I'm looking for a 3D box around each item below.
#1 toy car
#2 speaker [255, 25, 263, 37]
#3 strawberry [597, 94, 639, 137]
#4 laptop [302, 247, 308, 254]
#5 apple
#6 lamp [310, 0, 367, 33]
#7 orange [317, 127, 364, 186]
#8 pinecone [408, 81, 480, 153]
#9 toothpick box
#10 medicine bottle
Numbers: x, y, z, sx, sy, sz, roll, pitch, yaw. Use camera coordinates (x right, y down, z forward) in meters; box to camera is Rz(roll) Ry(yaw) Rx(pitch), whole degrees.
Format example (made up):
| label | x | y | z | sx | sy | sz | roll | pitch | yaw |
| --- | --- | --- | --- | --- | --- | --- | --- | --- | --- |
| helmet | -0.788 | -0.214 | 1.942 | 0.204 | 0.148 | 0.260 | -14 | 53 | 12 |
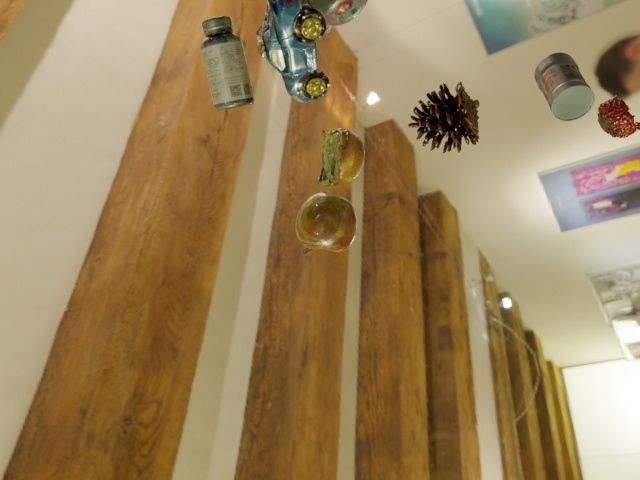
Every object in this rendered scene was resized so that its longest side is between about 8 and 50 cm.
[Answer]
| label | x | y | z | sx | sy | sz | roll | pitch | yaw |
| --- | --- | --- | --- | --- | --- | --- | --- | --- | --- |
| toy car | -0.077 | -0.496 | 1.524 | 0.314 | 0.165 | 0.198 | 85 | 172 | -47 |
| speaker | -0.193 | -0.854 | 2.453 | 0.082 | 0.044 | 0.218 | 49 | -153 | -7 |
| strawberry | 0.950 | -0.389 | 1.903 | 0.145 | 0.086 | 0.145 | 60 | -177 | -5 |
| laptop | 0.000 | 0.000 | 2.618 | 0.135 | 0.197 | 0.016 | -27 | -101 | -23 |
| apple | 0.028 | -0.070 | 2.305 | 0.246 | 0.246 | 0.226 | 16 | -97 | -58 |
| lamp | -0.003 | -0.733 | 1.623 | 0.301 | 0.247 | 0.247 | 28 | -151 | -46 |
| orange | 0.093 | -0.379 | 2.777 | 0.196 | 0.334 | 0.263 | 18 | -103 | -26 |
| pinecone | 0.446 | -0.434 | 2.124 | 0.264 | 0.264 | 0.264 | 38 | -136 | -48 |
| toothpick box | 0.590 | -0.375 | 1.441 | 0.101 | 0.101 | 0.153 | 49 | -153 | -38 |
| medicine bottle | -0.318 | -0.593 | 1.993 | 0.141 | 0.141 | 0.293 | -38 | -60 | -61 |
